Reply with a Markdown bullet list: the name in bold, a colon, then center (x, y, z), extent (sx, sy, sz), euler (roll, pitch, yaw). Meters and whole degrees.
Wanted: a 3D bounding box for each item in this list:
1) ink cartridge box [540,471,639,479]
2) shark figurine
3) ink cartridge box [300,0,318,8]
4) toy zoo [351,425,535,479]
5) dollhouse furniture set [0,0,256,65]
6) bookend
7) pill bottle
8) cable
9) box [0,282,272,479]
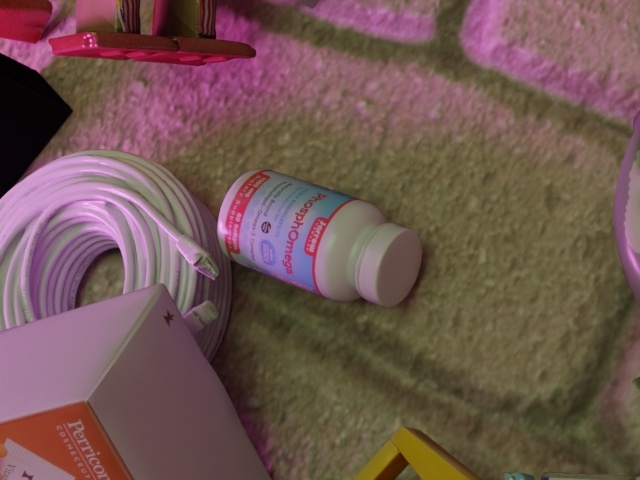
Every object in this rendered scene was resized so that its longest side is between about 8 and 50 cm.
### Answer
- **ink cartridge box**: center (0.295, 0.310, 0.999), extent (0.307, 0.072, 0.303), euler (-3, 75, 32)
- **shark figurine**: center (0.253, 0.024, 1.089), extent (0.166, 0.116, 0.278), euler (-20, 71, -12)
- **ink cartridge box**: center (-0.008, -0.339, 1.286), extent (0.066, 0.189, 0.232), euler (42, 100, 34)
- **toy zoo**: center (0.056, 0.274, 1.103), extent (0.293, 0.030, 0.192), euler (-50, 56, 14)
- **dollhouse furniture set**: center (-0.209, -0.266, 1.409), extent (0.374, 0.152, 0.201), euler (8, 96, 59)
- **bookend**: center (-0.349, -0.108, 1.439), extent (0.157, 0.156, 0.072), euler (-51, 58, 10)
- **pill bottle**: center (0.000, 0.000, 1.244), extent (0.160, 0.087, 0.087), euler (19, 86, 33)
- **cable**: center (-0.202, 0.045, 1.350), extent (0.257, 0.089, 0.257), euler (-42, 59, 16)
- **box**: center (-0.247, 0.202, 1.224), extent (0.345, 0.168, 0.215), euler (-17, 113, 24)
